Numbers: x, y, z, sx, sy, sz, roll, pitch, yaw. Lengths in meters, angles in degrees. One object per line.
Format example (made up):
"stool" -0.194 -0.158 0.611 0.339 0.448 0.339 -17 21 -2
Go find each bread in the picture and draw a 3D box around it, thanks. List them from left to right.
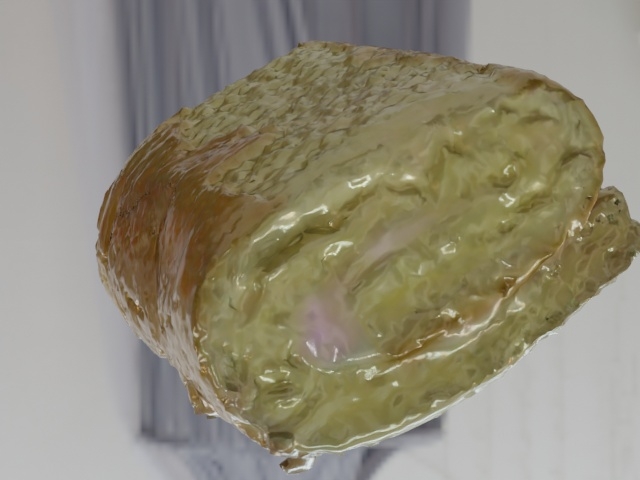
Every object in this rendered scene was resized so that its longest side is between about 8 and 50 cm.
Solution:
"bread" 0.000 0.000 1.005 0.236 0.165 0.375 -33 -165 -10
